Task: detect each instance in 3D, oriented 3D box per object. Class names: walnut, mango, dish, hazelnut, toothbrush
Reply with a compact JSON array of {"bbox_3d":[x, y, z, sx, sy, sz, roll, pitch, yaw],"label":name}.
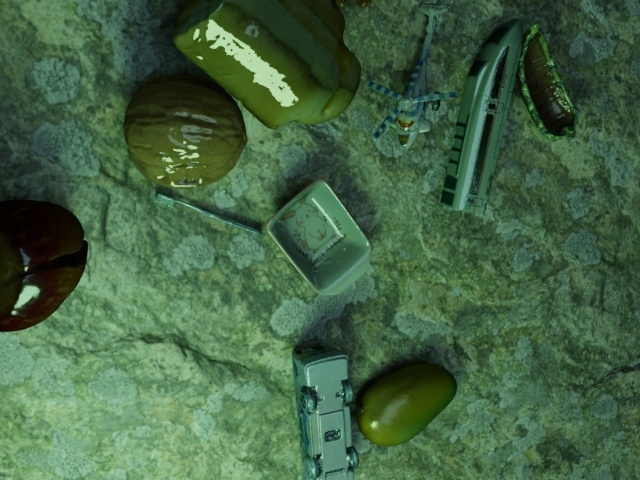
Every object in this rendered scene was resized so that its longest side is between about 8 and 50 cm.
[{"bbox_3d":[-0.230,-0.186,1.297,0.213,0.213,0.213,-6,106,-21],"label":"walnut"},{"bbox_3d":[0.193,0.355,1.656,0.251,0.114,0.157,-26,105,-13],"label":"mango"},{"bbox_3d":[0.000,0.000,1.512,0.154,0.064,0.234,-40,114,-8],"label":"dish"},{"bbox_3d":[-0.505,0.034,1.257,0.218,0.218,0.234,37,107,-26],"label":"hazelnut"},{"bbox_3d":[-0.211,-0.048,1.440,0.219,0.016,0.019,19,97,-25],"label":"toothbrush"}]

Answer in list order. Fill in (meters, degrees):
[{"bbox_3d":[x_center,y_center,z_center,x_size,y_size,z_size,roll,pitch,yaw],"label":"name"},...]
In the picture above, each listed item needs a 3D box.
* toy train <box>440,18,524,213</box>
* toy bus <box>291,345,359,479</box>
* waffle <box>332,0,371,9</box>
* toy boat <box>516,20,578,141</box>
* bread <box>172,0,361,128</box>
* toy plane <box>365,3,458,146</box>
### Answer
[{"bbox_3d":[0.334,-0.263,1.572,0.088,0.086,0.407,8,100,-18],"label":"toy train"},{"bbox_3d":[0.005,0.376,1.571,0.108,0.136,0.330,-9,107,-18],"label":"toy bus"},{"bbox_3d":[0.025,-0.547,1.330,0.293,0.069,0.260,57,47,-21],"label":"waffle"},{"bbox_3d":[0.468,-0.341,1.597,0.108,0.099,0.293,-39,124,-11],"label":"toy boat"},{"bbox_3d":[-0.091,-0.335,1.292,0.210,0.301,0.341,-29,133,34],"label":"bread"},{"bbox_3d":[0.189,-0.325,1.511,0.181,0.107,0.273,-6,78,20],"label":"toy plane"}]
